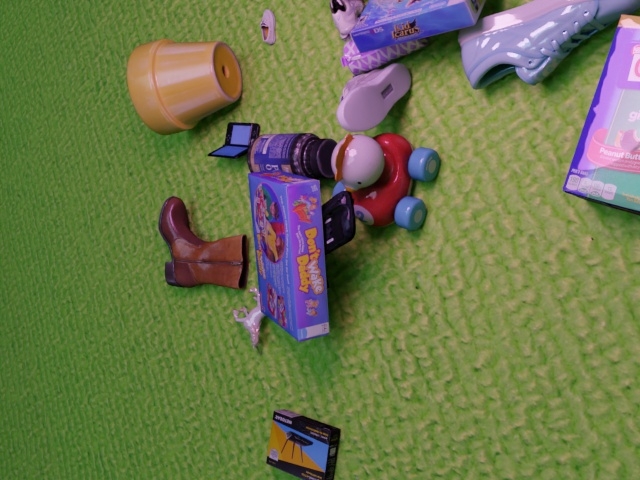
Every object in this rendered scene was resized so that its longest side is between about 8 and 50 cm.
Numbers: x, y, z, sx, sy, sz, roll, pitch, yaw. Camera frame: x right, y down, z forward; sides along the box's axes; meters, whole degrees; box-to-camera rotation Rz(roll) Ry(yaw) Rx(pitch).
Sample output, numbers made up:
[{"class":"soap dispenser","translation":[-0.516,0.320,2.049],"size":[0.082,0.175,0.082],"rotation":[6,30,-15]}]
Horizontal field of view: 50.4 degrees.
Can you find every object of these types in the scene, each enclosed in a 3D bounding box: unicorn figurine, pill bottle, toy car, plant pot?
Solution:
[{"class":"unicorn figurine","translation":[-0.168,0.196,1.735],"size":[0.111,0.060,0.162],"rotation":[41,110,34]},{"class":"pill bottle","translation":[-0.062,-0.200,1.654],"size":[0.219,0.123,0.123],"rotation":[6,89,39]},{"class":"toy car","translation":[0.091,-0.141,1.453],"size":[0.219,0.238,0.210],"rotation":[20,98,38]},{"class":"plant pot","translation":[-0.353,-0.434,1.852],"size":[0.239,0.254,0.254],"rotation":[-8,80,21]}]

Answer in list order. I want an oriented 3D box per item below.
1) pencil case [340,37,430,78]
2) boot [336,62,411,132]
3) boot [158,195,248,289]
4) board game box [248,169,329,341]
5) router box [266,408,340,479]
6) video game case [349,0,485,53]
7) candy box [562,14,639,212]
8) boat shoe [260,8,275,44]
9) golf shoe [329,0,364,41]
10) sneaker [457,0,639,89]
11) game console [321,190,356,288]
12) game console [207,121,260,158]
[{"class":"pencil case","translation":[0.144,-0.444,1.538],"size":[0.206,0.088,0.086],"rotation":[-17,94,35]},{"class":"boot","translation":[0.088,-0.304,1.493],"size":[0.123,0.258,0.095],"rotation":[-4,118,45]},{"class":"boot","translation":[-0.319,0.002,1.855],"size":[0.280,0.096,0.264],"rotation":[-4,83,37]},{"class":"board game box","translation":[-0.075,0.026,1.545],"size":[0.233,0.078,0.347],"rotation":[24,121,61]},{"class":"router box","translation":[-0.042,0.489,1.613],"size":[0.179,0.046,0.133],"rotation":[8,90,39]},{"class":"video game case","translation":[0.222,-0.512,1.418],"size":[0.269,0.061,0.244],"rotation":[-3,46,37]},{"class":"candy box","translation":[0.596,-0.192,1.132],"size":[0.268,0.122,0.317],"rotation":[22,98,38]},{"class":"boat shoe","translation":[-0.144,-0.573,1.815],"size":[0.035,0.035,0.100],"rotation":[-10,79,37]},{"class":"golf shoe","translation":[0.057,-0.549,1.594],"size":[0.069,0.086,0.176],"rotation":[-26,41,23]},{"class":"sneaker","translation":[0.436,-0.374,1.286],"size":[0.366,0.135,0.150],"rotation":[-8,88,46]},{"class":"game console","translation":[0.000,0.000,1.521],"size":[0.361,0.044,0.213],"rotation":[147,111,-65]},{"class":"game console","translation":[-0.235,-0.271,1.832],"size":[0.122,0.071,0.107],"rotation":[11,92,38]}]
